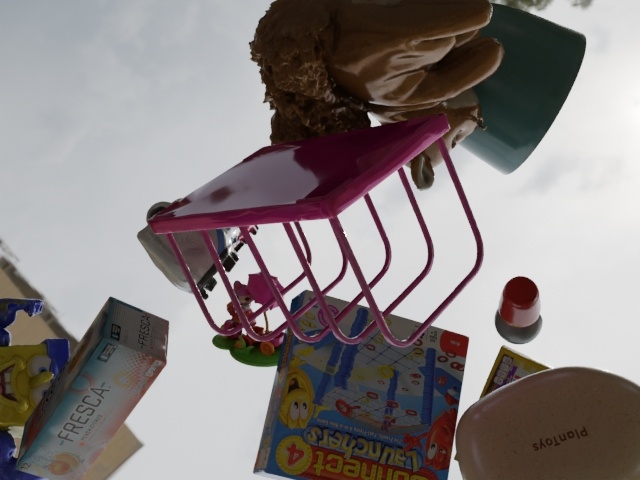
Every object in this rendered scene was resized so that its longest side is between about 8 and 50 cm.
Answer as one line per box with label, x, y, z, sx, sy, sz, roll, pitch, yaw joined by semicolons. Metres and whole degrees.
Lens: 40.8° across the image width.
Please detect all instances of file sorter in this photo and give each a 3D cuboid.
file sorter;0.000;0.000;0.952;0.291;0.182;0.202;-4;-153;46

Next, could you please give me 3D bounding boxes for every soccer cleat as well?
soccer cleat;-0.180;-0.017;1.275;0.116;0.143;0.331;-48;-174;8

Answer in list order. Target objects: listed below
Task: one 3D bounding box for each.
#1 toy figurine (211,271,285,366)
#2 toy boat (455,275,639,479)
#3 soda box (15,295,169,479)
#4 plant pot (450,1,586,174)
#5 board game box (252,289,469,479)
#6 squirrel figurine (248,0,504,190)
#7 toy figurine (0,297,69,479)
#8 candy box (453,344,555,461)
toy figurine;-0.124;0.130;1.602;0.173;0.159;0.130;12;-158;25
toy boat;0.296;0.205;1.117;0.268;0.148;0.318;-13;-117;4
soda box;-0.206;0.139;0.773;0.183;0.063;0.058;-52;-154;24
plant pot;0.309;-0.305;1.599;0.235;0.293;0.293;27;-128;-4
board game box;0.074;0.270;1.427;0.308;0.086;0.302;16;-110;-12
squirrel figurine;0.089;-0.246;1.370;0.397;0.370;0.281;-24;-128;-2
toy figurine;-0.360;0.147;0.935;0.191;0.217;0.362;-37;-123;42
candy box;0.300;0.282;1.379;0.105;0.027;0.206;23;-81;18
